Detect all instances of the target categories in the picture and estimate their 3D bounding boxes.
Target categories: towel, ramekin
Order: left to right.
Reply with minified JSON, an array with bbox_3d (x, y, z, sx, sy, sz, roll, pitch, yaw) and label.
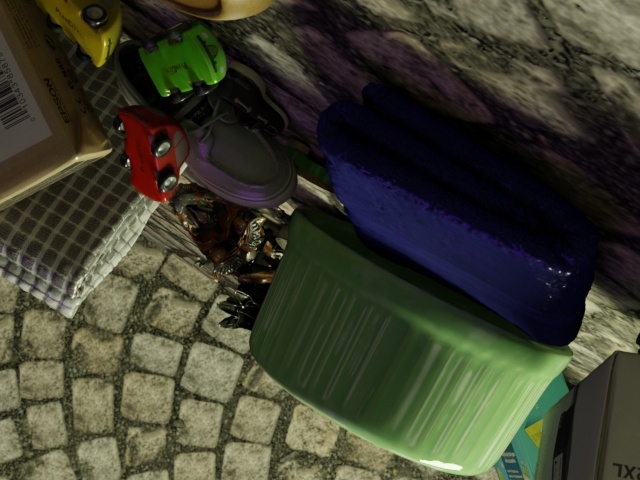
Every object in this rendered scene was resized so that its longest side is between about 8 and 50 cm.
[{"bbox_3d":[-0.283,-0.093,1.448,0.235,0.284,0.121,29,151,4],"label":"towel"},{"bbox_3d":[0.078,0.101,1.318,0.303,0.148,0.303,27,-174,-3],"label":"ramekin"},{"bbox_3d":[0.118,-0.015,1.080,0.227,0.076,0.308,28,172,14],"label":"towel"}]

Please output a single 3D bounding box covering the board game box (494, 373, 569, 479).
[{"bbox_3d":[0.288,0.320,1.641,0.254,0.079,0.336,104,147,-81],"label":"board game box"}]

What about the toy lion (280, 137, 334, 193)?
[{"bbox_3d":[-0.025,-0.078,1.373,0.100,0.034,0.096,27,176,38],"label":"toy lion"}]

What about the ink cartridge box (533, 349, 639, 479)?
[{"bbox_3d":[0.299,0.190,1.062,0.223,0.129,0.307,10,165,3],"label":"ink cartridge box"}]

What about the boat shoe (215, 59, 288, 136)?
[{"bbox_3d":[-0.064,-0.121,1.239,0.046,0.038,0.125,29,170,19],"label":"boat shoe"}]

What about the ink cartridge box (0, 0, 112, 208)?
[{"bbox_3d":[-0.339,-0.145,1.282,0.235,0.193,0.088,63,-162,-3],"label":"ink cartridge box"}]

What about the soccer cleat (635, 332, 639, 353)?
[{"bbox_3d":[0.298,0.088,1.047,0.072,0.060,0.179,16,169,34],"label":"soccer cleat"}]

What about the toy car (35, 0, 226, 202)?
[{"bbox_3d":[-0.142,-0.152,1.193,0.225,0.053,0.239,-5,117,54],"label":"toy car"}]

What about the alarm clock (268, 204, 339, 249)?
[{"bbox_3d":[0.000,0.000,1.581,0.192,0.064,0.129,34,172,-22],"label":"alarm clock"}]

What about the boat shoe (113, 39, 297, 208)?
[{"bbox_3d":[-0.119,-0.115,1.306,0.227,0.079,0.081,39,173,18],"label":"boat shoe"}]

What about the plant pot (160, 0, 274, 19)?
[{"bbox_3d":[-0.138,-0.227,0.960,0.236,0.032,0.236,33,172,5],"label":"plant pot"}]

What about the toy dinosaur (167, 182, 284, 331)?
[{"bbox_3d":[-0.067,0.031,1.876,0.321,0.164,0.218,17,-170,-15],"label":"toy dinosaur"}]
